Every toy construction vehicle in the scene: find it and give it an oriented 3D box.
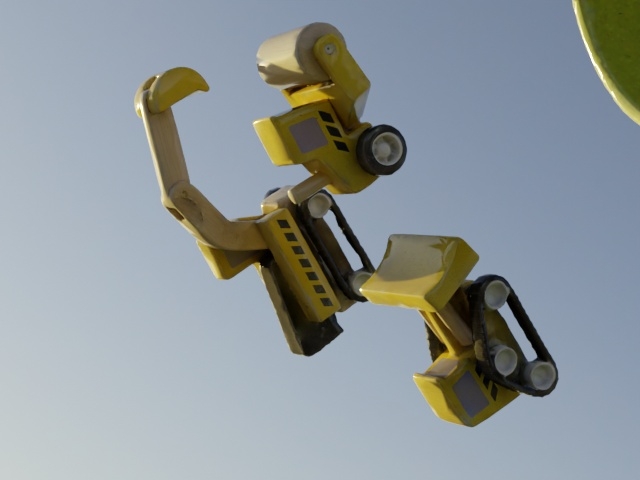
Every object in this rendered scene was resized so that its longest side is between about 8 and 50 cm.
[{"bbox_3d":[0.000,0.000,0.334,0.098,0.035,0.086,59,-23,-18],"label":"toy construction vehicle"}]

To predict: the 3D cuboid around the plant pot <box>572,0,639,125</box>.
[{"bbox_3d":[0.334,-0.205,0.889,0.254,0.276,0.276,-7,-15,-21],"label":"plant pot"}]
